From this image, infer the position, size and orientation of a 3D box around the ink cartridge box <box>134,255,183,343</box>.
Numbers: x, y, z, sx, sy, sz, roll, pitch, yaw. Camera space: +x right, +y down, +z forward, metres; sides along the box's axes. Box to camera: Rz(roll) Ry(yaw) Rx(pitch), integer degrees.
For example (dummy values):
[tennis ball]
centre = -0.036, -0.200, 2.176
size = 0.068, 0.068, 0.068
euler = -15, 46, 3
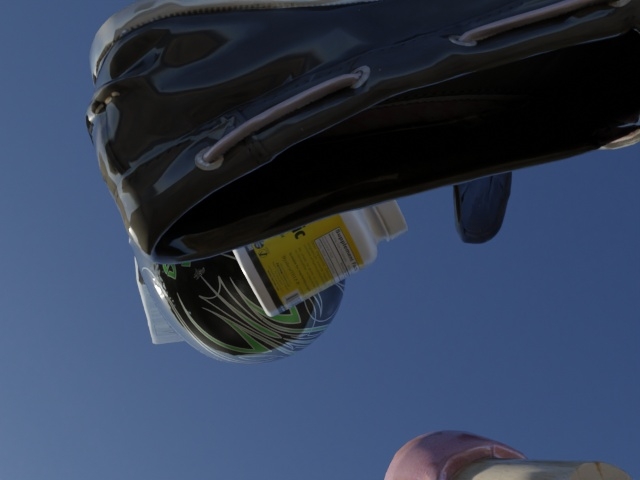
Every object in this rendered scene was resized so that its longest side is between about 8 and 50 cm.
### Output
[ink cartridge box]
centre = -0.103, 0.048, 1.355
size = 0.145, 0.045, 0.179
euler = -6, -22, -5

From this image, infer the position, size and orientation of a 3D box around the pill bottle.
[pill bottle]
centre = 0.000, 0.000, 0.966
size = 0.116, 0.065, 0.065
euler = -28, -59, -3

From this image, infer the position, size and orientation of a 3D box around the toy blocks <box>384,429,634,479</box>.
[toy blocks]
centre = 0.012, 0.271, 0.554
size = 0.309, 0.288, 0.260
euler = 64, -23, -2

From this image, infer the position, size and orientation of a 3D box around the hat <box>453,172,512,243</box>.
[hat]
centre = 0.171, -0.158, 1.139
size = 0.133, 0.331, 0.331
euler = -7, -55, 17

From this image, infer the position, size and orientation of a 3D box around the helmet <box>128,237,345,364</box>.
[helmet]
centre = -0.060, 0.023, 1.126
size = 0.161, 0.169, 0.169
euler = 49, -58, 6

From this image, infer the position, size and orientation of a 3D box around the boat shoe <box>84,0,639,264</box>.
[boat shoe]
centre = 0.075, -0.059, 0.550
size = 0.335, 0.096, 0.112
euler = -11, -30, -4
